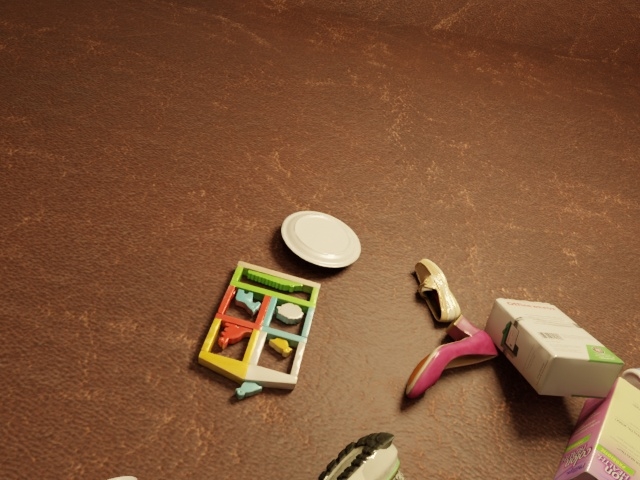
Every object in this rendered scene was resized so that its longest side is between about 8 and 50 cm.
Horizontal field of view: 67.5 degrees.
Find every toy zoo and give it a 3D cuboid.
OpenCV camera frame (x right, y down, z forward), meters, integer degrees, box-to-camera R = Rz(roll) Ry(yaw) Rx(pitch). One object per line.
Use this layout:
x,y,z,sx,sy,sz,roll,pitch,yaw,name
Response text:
-0.120,0.181,0.973,0.193,0.030,0.293,16,46,0,toy zoo

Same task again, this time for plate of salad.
0.000,0.000,1.158,0.200,0.048,0.199,14,38,-11,plate of salad

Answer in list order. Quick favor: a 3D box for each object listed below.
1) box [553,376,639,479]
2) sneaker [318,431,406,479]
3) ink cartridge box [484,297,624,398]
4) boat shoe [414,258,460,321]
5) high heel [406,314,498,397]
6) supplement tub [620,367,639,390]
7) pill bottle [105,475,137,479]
0.587,0.424,0.883,0.214,0.117,0.243,37,49,18,box
0.019,0.476,0.683,0.410,0.158,0.182,-37,83,-32,sneaker
0.470,0.217,0.994,0.161,0.092,0.219,8,20,-13,ink cartridge box
0.260,0.114,1.112,0.059,0.063,0.170,-6,51,-27,boat shoe
0.274,0.263,0.984,0.117,0.082,0.244,44,48,11,high heel
0.728,0.314,1.052,0.107,0.071,0.070,-2,49,-16,supplement tub
-0.271,0.442,0.637,0.121,0.121,0.216,-12,52,-24,pill bottle
